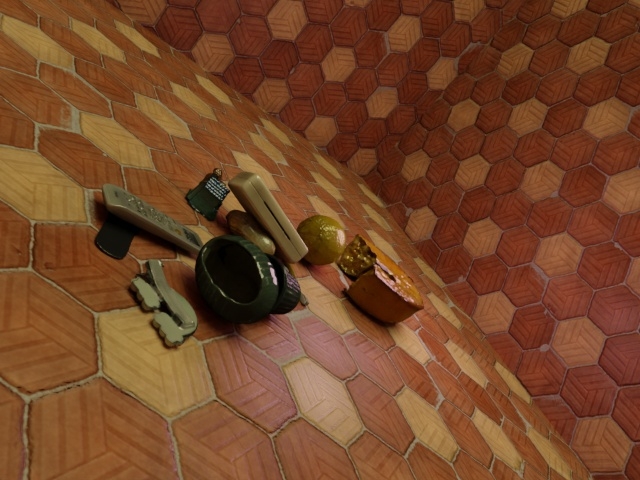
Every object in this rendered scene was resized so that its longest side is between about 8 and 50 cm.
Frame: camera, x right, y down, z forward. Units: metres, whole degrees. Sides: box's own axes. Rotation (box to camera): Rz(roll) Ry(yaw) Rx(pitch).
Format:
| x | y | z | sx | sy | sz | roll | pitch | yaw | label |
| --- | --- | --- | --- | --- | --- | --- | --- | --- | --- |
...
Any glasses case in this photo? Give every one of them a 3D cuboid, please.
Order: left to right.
| x | y | z | sx | sy | sz | roll | pitch | yaw | label |
| --- | --- | --- | --- | --- | --- | --- | --- | --- | --- |
| -0.173 | -0.074 | 1.789 | 0.144 | 0.076 | 0.336 | 23 | -31 | 58 | glasses case |

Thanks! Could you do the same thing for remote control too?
| x | y | z | sx | sy | sz | roll | pitch | yaw | label |
| --- | --- | --- | --- | --- | --- | --- | --- | --- | --- |
| -0.434 | -0.041 | 1.406 | 0.313 | 0.055 | 0.109 | 36 | 10 | -44 | remote control |

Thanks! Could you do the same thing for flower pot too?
| x | y | z | sx | sy | sz | roll | pitch | yaw | label |
| --- | --- | --- | --- | --- | --- | --- | --- | --- | --- |
| -0.210 | 0.097 | 1.343 | 0.243 | 0.189 | 0.157 | 52 | -15 | 28 | flower pot |

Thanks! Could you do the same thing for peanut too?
| x | y | z | sx | sy | sz | roll | pitch | yaw | label |
| --- | --- | --- | --- | --- | --- | --- | --- | --- | --- |
| -0.229 | -0.022 | 1.765 | 0.207 | 0.087 | 0.087 | 45 | 17 | 6 | peanut |

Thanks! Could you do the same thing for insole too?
| x | y | z | sx | sy | sz | roll | pitch | yaw | label |
| --- | --- | --- | --- | --- | --- | --- | --- | --- | --- |
| -0.494 | -0.042 | 1.352 | 0.109 | 0.007 | 0.322 | 38 | 18 | -22 | insole |

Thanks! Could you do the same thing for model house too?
| x | y | z | sx | sy | sz | roll | pitch | yaw | label |
| --- | --- | --- | --- | --- | --- | --- | --- | --- | --- |
| -0.346 | -0.168 | 1.753 | 0.119 | 0.149 | 0.148 | 38 | 20 | -15 | model house |

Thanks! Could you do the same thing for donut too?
| x | y | z | sx | sy | sz | roll | pitch | yaw | label |
| --- | --- | --- | --- | --- | --- | --- | --- | --- | --- |
| 0.251 | 0.191 | 2.218 | 0.377 | 0.163 | 0.435 | 39 | 15 | -16 | donut |

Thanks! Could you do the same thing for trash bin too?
| x | y | z | sx | sy | sz | roll | pitch | yaw | label |
| --- | --- | --- | --- | --- | --- | --- | --- | --- | --- |
| -0.136 | 0.136 | 1.487 | 0.175 | 0.175 | 0.161 | 52 | 9 | 29 | trash bin |

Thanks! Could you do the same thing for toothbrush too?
| x | y | z | sx | sy | sz | roll | pitch | yaw | label |
| --- | --- | --- | --- | --- | --- | --- | --- | --- | --- |
| -0.093 | 0.121 | 1.841 | 0.024 | 0.021 | 0.288 | 43 | 13 | -42 | toothbrush |

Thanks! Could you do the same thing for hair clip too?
| x | y | z | sx | sy | sz | roll | pitch | yaw | label |
| --- | --- | --- | --- | --- | --- | --- | --- | --- | --- |
| -0.339 | 0.138 | 1.198 | 0.220 | 0.054 | 0.140 | 52 | 14 | 19 | hair clip |

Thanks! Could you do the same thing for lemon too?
| x | y | z | sx | sy | sz | roll | pitch | yaw | label |
| --- | --- | --- | --- | --- | --- | --- | --- | --- | --- |
| 0.000 | 0.000 | 2.050 | 0.231 | 0.192 | 0.192 | 25 | 25 | -48 | lemon |

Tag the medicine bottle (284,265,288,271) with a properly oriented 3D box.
| x | y | z | sx | sy | sz | roll | pitch | yaw | label |
| --- | --- | --- | --- | --- | --- | --- | --- | --- | --- |
| -0.167 | 0.098 | 1.626 | 0.140 | 0.079 | 0.079 | 22 | 26 | -48 | medicine bottle |
